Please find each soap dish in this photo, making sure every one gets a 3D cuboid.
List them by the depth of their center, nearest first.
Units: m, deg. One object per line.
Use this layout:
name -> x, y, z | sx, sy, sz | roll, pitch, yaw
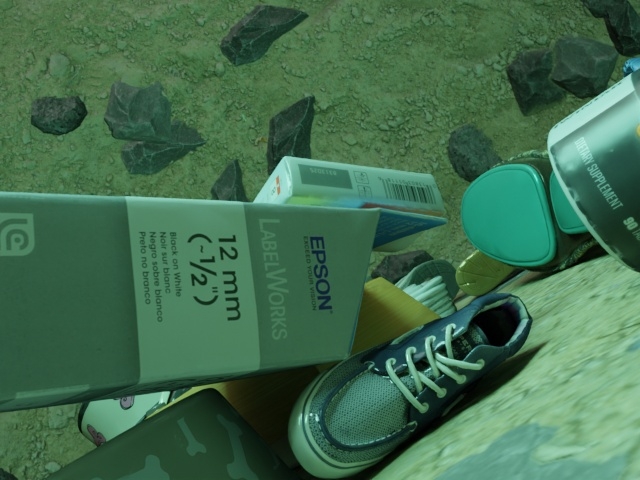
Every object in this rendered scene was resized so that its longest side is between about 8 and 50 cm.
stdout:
soap dish -> -0.035, 0.158, 0.753 | 0.291, 0.118, 0.229 | -36, -8, 33

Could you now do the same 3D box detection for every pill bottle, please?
pill bottle -> 0.286, -0.089, 0.465 | 0.246, 0.130, 0.130 | -37, -9, 33

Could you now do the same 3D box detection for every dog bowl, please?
dog bowl -> -0.180, 0.220, 0.480 | 0.349, 0.102, 0.349 | -32, -6, -4
dog bowl -> -0.231, 0.293, 1.338 | 0.408, 0.150, 0.408 | -34, -24, -18

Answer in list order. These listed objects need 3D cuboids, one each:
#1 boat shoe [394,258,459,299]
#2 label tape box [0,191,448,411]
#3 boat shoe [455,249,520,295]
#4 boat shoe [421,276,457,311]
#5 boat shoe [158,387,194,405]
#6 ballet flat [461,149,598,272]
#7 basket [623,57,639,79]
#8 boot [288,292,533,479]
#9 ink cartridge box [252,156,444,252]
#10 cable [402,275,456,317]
boat shoe -> 0.208, 0.147, 1.690 | 0.320, 0.118, 0.103 | -35, 1, -35
label tape box -> -0.105, 0.055, 0.523 | 0.348, 0.115, 0.249 | 3, -15, -36
boat shoe -> 0.371, 0.004, 1.351 | 0.277, 0.098, 0.096 | -34, -6, 4
boat shoe -> 0.118, 0.156, 1.311 | 0.257, 0.095, 0.095 | -33, -7, 7
boat shoe -> -0.159, 0.231, 1.059 | 0.113, 0.127, 0.340 | 2, 40, 8
ballet flat -> 0.332, -0.051, 0.877 | 0.182, 0.164, 0.483 | -9, -5, -8
basket -> 0.486, -0.169, 1.066 | 0.289, 0.201, 0.255 | -24, -3, 16
boot -> 0.064, 0.084, 0.468 | 0.190, 0.069, 0.086 | -23, -17, -48
ink cartridge box -> 0.000, 0.000, 0.631 | 0.145, 0.045, 0.179 | 4, -35, -27
cable -> 0.075, 0.145, 0.998 | 0.257, 0.089, 0.257 | -24, -10, -45
